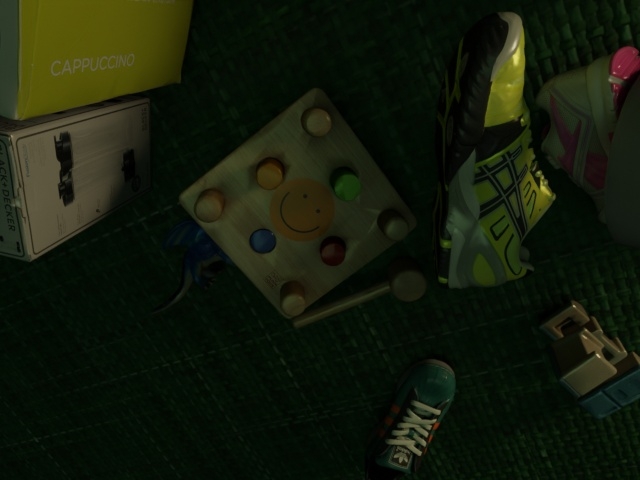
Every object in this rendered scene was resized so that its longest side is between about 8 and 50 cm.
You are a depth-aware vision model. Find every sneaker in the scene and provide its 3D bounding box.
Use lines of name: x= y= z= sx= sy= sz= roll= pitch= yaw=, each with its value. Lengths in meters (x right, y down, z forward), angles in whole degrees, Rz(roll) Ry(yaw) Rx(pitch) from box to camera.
sneaker: x=0.236 y=-0.103 z=0.637 sx=0.147 sy=0.145 sz=0.384 roll=0 pitch=125 yaw=6
sneaker: x=0.358 y=-0.126 z=0.613 sx=0.111 sy=0.103 sz=0.252 roll=15 pitch=143 yaw=50
sneaker: x=0.165 y=0.359 z=0.871 sx=0.108 sy=0.121 sz=0.301 roll=22 pitch=118 yaw=2

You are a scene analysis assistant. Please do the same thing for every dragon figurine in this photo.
dragon figurine: x=-0.212 y=0.002 z=0.809 sx=0.289 sy=0.085 sz=0.144 roll=-34 pitch=101 yaw=21

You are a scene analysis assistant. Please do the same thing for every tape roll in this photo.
tape roll: x=0.413 y=-0.093 z=0.544 sx=0.072 sy=0.219 sz=0.219 roll=18 pitch=126 yaw=48

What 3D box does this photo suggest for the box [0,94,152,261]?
box: x=-0.361 y=-0.112 z=0.677 sx=0.087 sy=0.290 sz=0.169 roll=12 pitch=118 yaw=7

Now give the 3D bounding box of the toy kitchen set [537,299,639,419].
toy kitchen set: x=0.418 y=0.220 z=0.718 sx=0.207 sy=0.166 sz=0.122 roll=40 pitch=117 yaw=-6

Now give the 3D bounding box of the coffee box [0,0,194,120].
coffee box: x=-0.351 y=-0.373 z=0.522 sx=0.335 sy=0.337 sz=0.337 roll=22 pitch=118 yaw=2

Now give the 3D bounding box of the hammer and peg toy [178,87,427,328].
hammer and peg toy: x=0.000 y=0.000 z=0.696 sx=0.266 sy=0.127 sz=0.361 roll=-36 pitch=108 yaw=7
